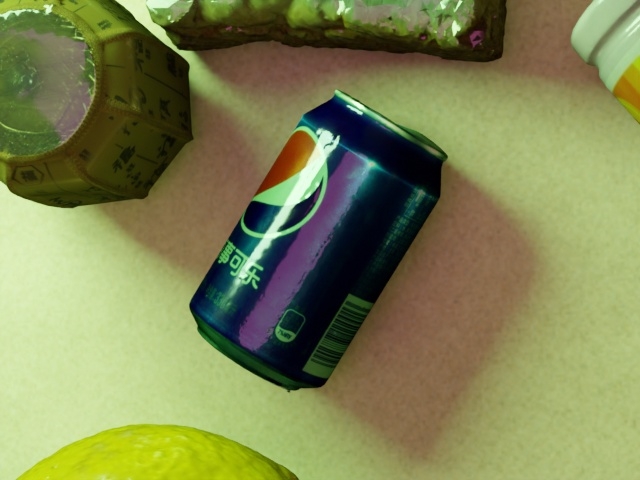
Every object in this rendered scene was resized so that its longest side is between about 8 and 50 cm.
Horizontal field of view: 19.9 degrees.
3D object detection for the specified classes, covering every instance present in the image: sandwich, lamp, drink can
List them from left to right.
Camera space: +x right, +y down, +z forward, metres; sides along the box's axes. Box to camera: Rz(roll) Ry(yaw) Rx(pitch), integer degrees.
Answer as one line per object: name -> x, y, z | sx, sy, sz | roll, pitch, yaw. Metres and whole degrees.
lamp -> -0.179, -0.102, 1.316 | 0.161, 0.185, 0.161 | 0, 88, 14
sandwich -> -0.019, -0.267, 1.315 | 0.325, 0.131, 0.262 | 4, 90, 15
drink can -> 0.000, 0.000, 1.304 | 0.118, 0.118, 0.205 | 33, 94, 13

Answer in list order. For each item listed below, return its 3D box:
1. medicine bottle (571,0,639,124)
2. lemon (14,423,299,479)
medicine bottle -> 0.296, -0.086, 1.229 | 0.133, 0.133, 0.249 | -42, 80, 8
lemon -> -0.116, 0.259, 1.237 | 0.293, 0.293, 0.293 | -1, 87, 14
